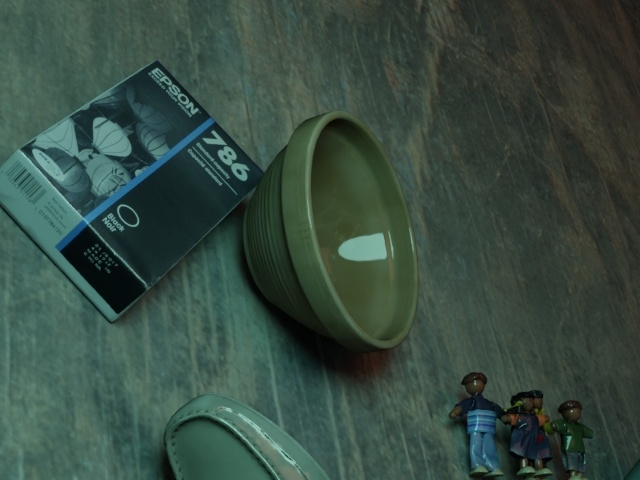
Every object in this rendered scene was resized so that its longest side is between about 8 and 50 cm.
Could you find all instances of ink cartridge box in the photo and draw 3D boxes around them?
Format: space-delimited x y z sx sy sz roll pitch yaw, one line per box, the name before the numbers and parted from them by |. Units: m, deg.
ink cartridge box | -0.159 -0.068 1.296 0.165 0.065 0.333 46 30 -5

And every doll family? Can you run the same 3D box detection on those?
doll family | 0.216 0.201 1.468 0.193 0.076 0.111 21 61 -46

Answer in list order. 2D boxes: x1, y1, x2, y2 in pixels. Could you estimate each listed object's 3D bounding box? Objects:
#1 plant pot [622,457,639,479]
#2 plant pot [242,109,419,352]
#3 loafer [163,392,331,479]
plant pot | 0.437 0.319 1.411 0.334 0.341 0.341 -24 76 -50
plant pot | 0.000 0.000 1.345 0.237 0.109 0.237 38 44 -51
loafer | -0.021 0.263 1.070 0.319 0.112 0.111 53 23 4
